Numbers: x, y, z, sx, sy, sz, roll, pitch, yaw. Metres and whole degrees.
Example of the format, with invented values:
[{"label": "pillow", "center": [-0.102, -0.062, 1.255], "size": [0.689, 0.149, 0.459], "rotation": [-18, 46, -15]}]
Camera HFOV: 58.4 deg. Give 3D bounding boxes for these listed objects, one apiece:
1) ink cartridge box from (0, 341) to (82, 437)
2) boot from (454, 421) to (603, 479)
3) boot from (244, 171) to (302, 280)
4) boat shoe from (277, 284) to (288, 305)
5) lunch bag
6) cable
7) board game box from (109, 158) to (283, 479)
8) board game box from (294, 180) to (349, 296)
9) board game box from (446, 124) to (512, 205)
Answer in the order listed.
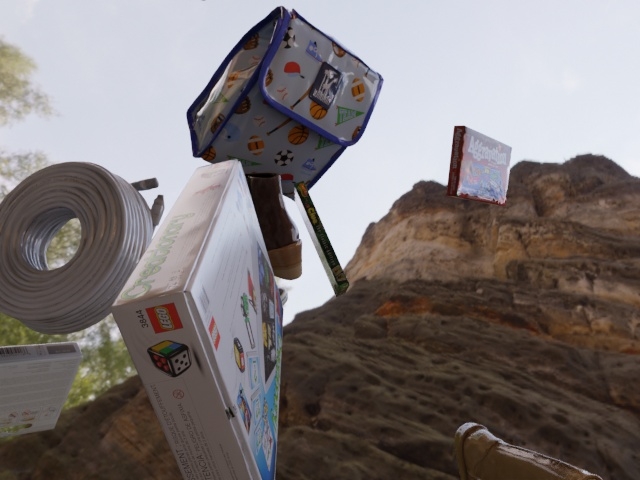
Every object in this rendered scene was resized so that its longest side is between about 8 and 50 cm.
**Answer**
[{"label": "ink cartridge box", "center": [-0.491, 0.248, 0.945], "size": [0.045, 0.145, 0.179], "rotation": [49, -61, 35]}, {"label": "boot", "center": [0.317, 0.413, 0.860], "size": [0.269, 0.089, 0.236], "rotation": [0, -69, 68]}, {"label": "boot", "center": [-0.132, -0.032, 1.125], "size": [0.248, 0.090, 0.207], "rotation": [3, -68, 47]}, {"label": "boat shoe", "center": [-0.349, 0.186, 1.743], "size": [0.500, 0.187, 0.156], "rotation": [-8, -76, -4]}, {"label": "lunch bag", "center": [-0.079, -0.317, 1.359], "size": [0.328, 0.239, 0.385], "rotation": [22, -57, -39]}, {"label": "cable", "center": [-0.375, 0.008, 0.846], "size": [0.257, 0.089, 0.257], "rotation": [1, -110, 15]}, {"label": "board game box", "center": [-0.083, 0.061, 0.504], "size": [0.053, 0.305, 0.193], "rotation": [-13, -68, 3]}, {"label": "board game box", "center": [0.000, 0.000, 1.325], "size": [0.030, 0.136, 0.260], "rotation": [-22, -101, -9]}, {"label": "board game box", "center": [0.357, -0.158, 1.268], "size": [0.027, 0.281, 0.145], "rotation": [6, -87, 37]}]
